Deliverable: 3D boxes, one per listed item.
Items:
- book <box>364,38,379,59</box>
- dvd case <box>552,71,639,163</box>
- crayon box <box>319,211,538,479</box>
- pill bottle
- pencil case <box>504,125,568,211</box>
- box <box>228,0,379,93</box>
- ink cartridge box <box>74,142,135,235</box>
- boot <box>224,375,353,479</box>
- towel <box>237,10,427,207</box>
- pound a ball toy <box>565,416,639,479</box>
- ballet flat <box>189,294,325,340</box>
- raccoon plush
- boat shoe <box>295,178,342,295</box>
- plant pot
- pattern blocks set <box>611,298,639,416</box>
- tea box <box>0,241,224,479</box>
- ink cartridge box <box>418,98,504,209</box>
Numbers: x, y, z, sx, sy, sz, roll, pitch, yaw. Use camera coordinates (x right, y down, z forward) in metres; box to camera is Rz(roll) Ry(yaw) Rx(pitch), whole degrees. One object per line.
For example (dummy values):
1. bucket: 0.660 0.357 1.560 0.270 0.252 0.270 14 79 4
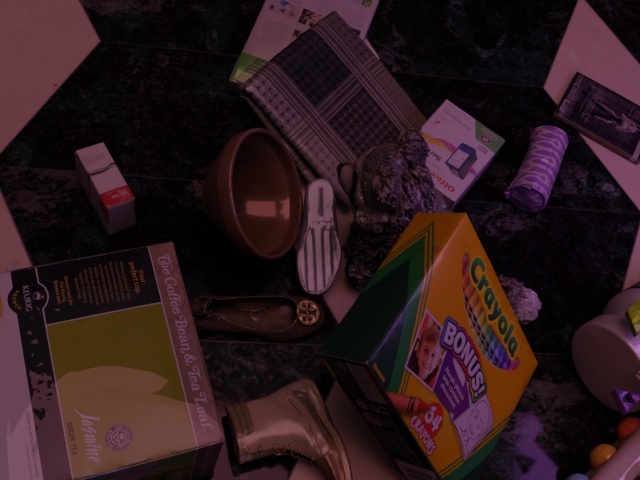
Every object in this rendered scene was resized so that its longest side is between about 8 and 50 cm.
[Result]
1. book: 0.047 -0.409 1.752 0.144 0.035 0.096 -26 72 -24
2. dvd case: 0.661 -0.286 1.825 0.221 0.018 0.164 31 57 7
3. crayon box: 0.192 0.190 1.266 0.106 0.363 0.313 4 46 44
4. pill bottle: 0.655 0.159 1.454 0.363 0.210 0.210 -22 67 -23
5. pencil case: 0.457 -0.153 1.669 0.088 0.086 0.206 12 53 27
6. box: -0.033 -0.420 1.692 0.232 0.058 0.322 21 68 -1
7. ink cartridge box: -0.388 -0.094 1.430 0.056 0.099 0.135 -24 69 -24
8. boot: -0.052 0.337 1.271 0.165 0.077 0.213 -15 60 -21
9. towel: 0.034 -0.263 1.599 0.324 0.056 0.312 49 59 -9
10. pound a ball toy: 0.535 0.370 1.306 0.319 0.208 0.136 -35 73 -26
11. ballet flat: -0.113 0.127 1.388 0.250 0.058 0.084 5 60 -10
12. raccoon plush: 0.233 -0.030 1.416 0.447 0.299 0.216 12 58 -6
13. boat shoe: 0.000 0.000 1.478 0.083 0.076 0.226 7 71 -1
14. plant pot: -0.137 -0.080 1.444 0.110 0.237 0.237 -6 52 30
15. pattern blocks set: 0.619 0.205 1.286 0.325 0.026 0.285 -30 68 -14
16. tea box: -0.343 0.215 1.191 0.324 0.220 0.329 -10 64 -17
17. ink cartridge box: 0.253 -0.164 1.620 0.154 0.093 0.212 38 61 10
